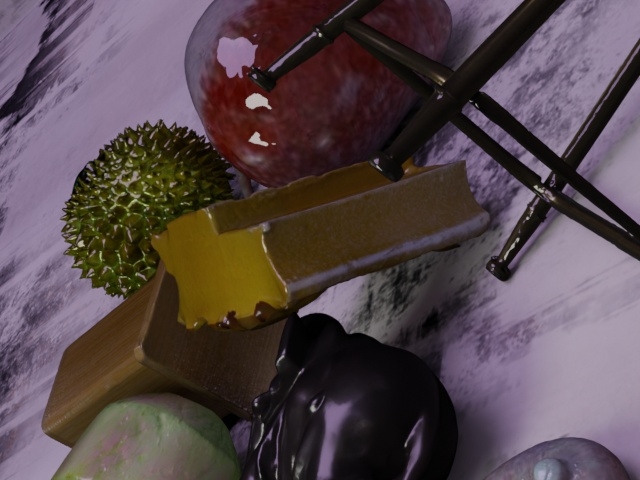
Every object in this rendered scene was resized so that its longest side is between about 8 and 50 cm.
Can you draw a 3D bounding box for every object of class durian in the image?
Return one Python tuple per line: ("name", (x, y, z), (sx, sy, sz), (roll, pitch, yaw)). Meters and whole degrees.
("durian", (-0.245, -0.039, 2.314), (0.291, 0.224, 0.291), (-48, 26, 33))

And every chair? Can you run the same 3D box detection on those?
("chair", (0.240, -0.166, 1.477), (0.410, 0.364, 0.362), (-51, 25, 2))

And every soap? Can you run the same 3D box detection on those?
("soap", (0.000, 0.000, 1.785), (0.259, 0.281, 0.143), (-11, 95, 57))

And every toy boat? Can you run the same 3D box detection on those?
("toy boat", (0.168, 0.251, 1.419), (0.227, 0.085, 0.155), (-40, 30, 33))

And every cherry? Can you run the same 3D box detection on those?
("cherry", (-0.015, -0.212, 2.068), (0.335, 0.291, 0.326), (-46, 12, -18))

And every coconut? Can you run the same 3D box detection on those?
("coconut", (-0.204, 0.293, 1.898), (0.235, 0.205, 0.236), (-3, 56, 5))

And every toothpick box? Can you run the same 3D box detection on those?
("toothpick box", (-0.206, 0.162, 2.083), (0.308, 0.187, 0.190), (-35, 34, 45))

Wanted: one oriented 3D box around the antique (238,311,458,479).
("antique", (0.018, 0.210, 1.633), (0.322, 0.185, 0.255), (10, 77, 62))
